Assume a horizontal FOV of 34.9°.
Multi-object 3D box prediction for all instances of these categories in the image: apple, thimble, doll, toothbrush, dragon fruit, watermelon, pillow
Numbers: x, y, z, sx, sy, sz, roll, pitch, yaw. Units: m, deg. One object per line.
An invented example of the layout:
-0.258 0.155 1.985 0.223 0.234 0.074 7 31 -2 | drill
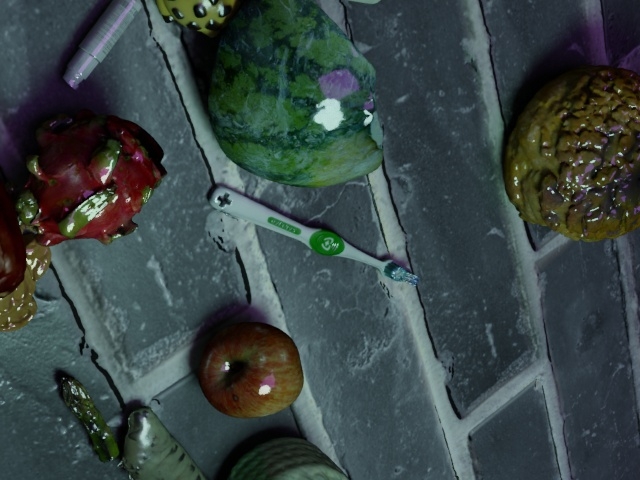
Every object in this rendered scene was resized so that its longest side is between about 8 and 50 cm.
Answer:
-0.096 0.189 1.477 0.131 0.146 0.146 17 99 -61 | apple
-0.046 0.419 1.587 0.219 0.150 0.219 -8 110 -23 | thimble
-0.200 -0.343 1.203 0.117 0.086 0.291 -34 133 20 | doll
-0.003 -0.002 1.539 0.418 0.040 0.042 23 95 -37 | toothbrush
-0.283 -0.068 1.212 0.160 0.166 0.172 37 70 2 | dragon fruit
-0.033 -0.192 1.323 0.224 0.180 0.305 -5 140 8 | watermelon
-0.233 0.340 1.496 0.093 0.051 0.241 -44 130 -20 | pillow

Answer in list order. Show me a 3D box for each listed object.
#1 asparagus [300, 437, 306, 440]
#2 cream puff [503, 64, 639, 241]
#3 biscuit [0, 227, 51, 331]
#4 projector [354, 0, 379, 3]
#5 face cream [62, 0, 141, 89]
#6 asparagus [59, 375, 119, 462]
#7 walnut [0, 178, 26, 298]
-0.069 0.437 1.682 0.025 0.024 0.248 -36 145 -78 | asparagus
0.473 -0.129 1.714 0.327 0.231 0.343 -41 129 -20 | cream puff
-0.451 0.091 1.232 0.289 0.044 0.202 -42 129 -12 | biscuit
0.016 -0.441 1.294 0.257 0.079 0.259 0 124 -36 | projector
-0.267 -0.240 1.230 0.034 0.034 0.130 39 83 -41 | face cream
-0.321 0.243 1.403 0.036 0.030 0.165 -20 125 2 | asparagus
-0.457 -0.013 1.075 0.244 0.221 0.269 -20 111 6 | walnut
